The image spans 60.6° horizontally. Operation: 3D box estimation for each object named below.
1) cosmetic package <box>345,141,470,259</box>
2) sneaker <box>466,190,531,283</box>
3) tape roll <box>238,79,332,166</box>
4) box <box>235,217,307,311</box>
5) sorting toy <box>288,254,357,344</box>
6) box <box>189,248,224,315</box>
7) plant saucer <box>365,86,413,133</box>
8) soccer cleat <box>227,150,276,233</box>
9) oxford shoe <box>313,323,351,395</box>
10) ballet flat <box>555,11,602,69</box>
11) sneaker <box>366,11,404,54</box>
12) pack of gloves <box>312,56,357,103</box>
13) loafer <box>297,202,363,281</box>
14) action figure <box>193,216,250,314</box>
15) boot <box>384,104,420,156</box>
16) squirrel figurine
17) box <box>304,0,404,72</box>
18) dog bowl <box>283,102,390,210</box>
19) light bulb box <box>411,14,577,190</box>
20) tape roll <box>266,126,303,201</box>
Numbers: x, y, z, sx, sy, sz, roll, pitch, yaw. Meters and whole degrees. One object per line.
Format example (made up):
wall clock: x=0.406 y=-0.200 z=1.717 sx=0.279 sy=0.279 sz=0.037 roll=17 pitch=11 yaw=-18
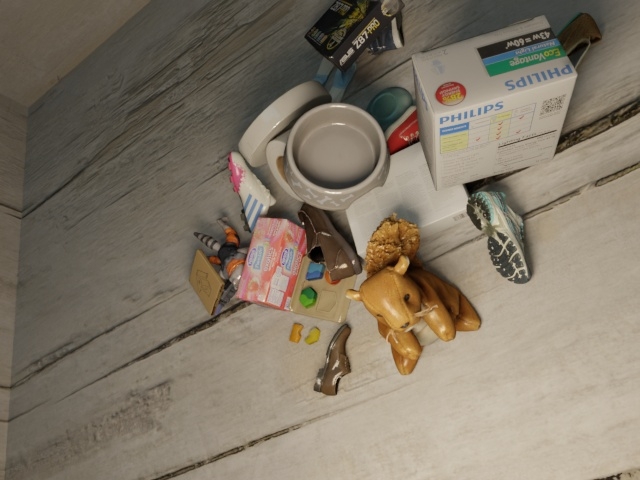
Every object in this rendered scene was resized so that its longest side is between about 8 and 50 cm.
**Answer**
cosmetic package: x=0.265 y=-0.135 z=1.737 sx=0.377 sy=0.097 sz=0.285 roll=-24 pitch=63 yaw=18
sneaker: x=0.528 y=-0.019 z=1.524 sx=0.283 sy=0.122 sz=0.110 roll=68 pitch=156 yaw=13
tape roll: x=-0.127 y=-0.415 z=1.977 sx=0.392 sy=0.392 sz=0.072 roll=-40 pitch=86 yaw=15
box: x=-0.166 y=0.084 z=1.933 sx=0.142 sy=0.154 sz=0.300 roll=5 pitch=75 yaw=36
sorting toy: x=-0.008 y=0.203 z=1.844 sx=0.228 sy=0.041 sz=0.308 roll=7 pitch=75 yaw=36
box: x=-0.430 y=0.157 z=2.053 sx=0.201 sy=0.021 sz=0.165 roll=48 pitch=130 yaw=34
plant saucer: x=0.235 y=-0.472 z=1.959 sx=0.194 sy=0.037 sz=0.195 roll=-13 pitch=65 yaw=29
soccer cleat: x=-0.245 y=-0.184 z=2.022 sx=0.143 sy=0.332 sz=0.116 roll=-13 pitch=27 yaw=0
oxford shoe: x=0.061 y=0.375 z=1.715 sx=0.096 sy=0.083 sz=0.227 roll=16 pitch=80 yaw=18
ballet flat: x=0.689 y=-0.522 z=1.636 sx=0.342 sy=0.116 sz=0.124 roll=-40 pitch=73 yaw=10
sneaker: x=0.226 y=-0.805 z=2.071 sx=0.163 sy=0.086 sz=0.227 roll=-12 pitch=64 yaw=29
pack of gloves: x=0.030 y=-0.638 z=2.164 sx=0.195 sy=0.046 sz=0.232 roll=23 pitch=85 yaw=38
loafer: x=0.000 y=0.000 z=1.827 sx=0.130 sy=0.134 sz=0.366 roll=-30 pitch=44 yaw=-8
action figure: x=-0.367 y=0.097 z=2.059 sx=0.341 sy=0.178 sz=0.330 roll=-55 pitch=42 yaw=2
boot: x=0.314 y=-0.334 z=1.792 sx=0.176 sy=0.088 sz=0.244 roll=29 pitch=71 yaw=36
squirrel figurine: x=0.208 y=0.133 z=1.512 sx=0.281 sy=0.370 sz=0.397 roll=-32 pitch=57 yaw=21
box: x=0.115 y=-0.825 z=2.075 sx=0.318 sy=0.097 sz=0.395 roll=-43 pitch=32 yaw=12
dog bowl: x=0.050 y=-0.272 z=1.710 sx=0.348 sy=0.102 sz=0.349 roll=-1 pitch=74 yaw=2
light bulb box: x=0.453 y=-0.357 z=1.493 sx=0.357 sy=0.361 sz=0.226 roll=-15 pitch=62 yaw=5
tape roll: x=-0.051 y=-0.280 z=1.913 sx=0.169 sy=0.246 sz=0.246 roll=-37 pitch=46 yaw=-26
